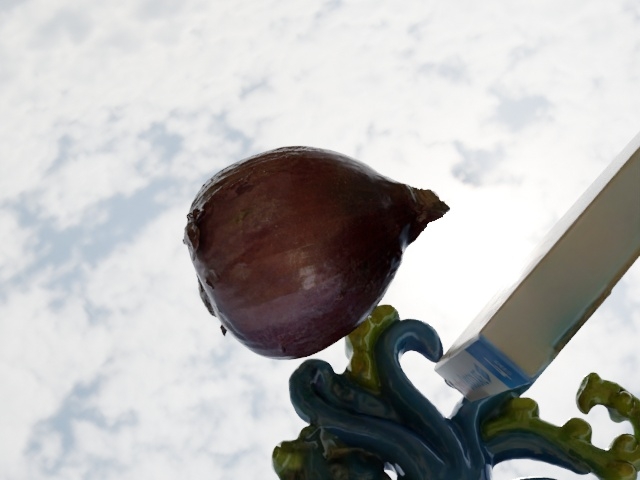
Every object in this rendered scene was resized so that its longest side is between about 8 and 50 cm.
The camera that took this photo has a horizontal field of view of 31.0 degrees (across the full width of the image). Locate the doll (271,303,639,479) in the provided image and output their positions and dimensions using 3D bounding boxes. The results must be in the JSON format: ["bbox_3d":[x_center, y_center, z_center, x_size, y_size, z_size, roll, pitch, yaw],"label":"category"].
[{"bbox_3d":[0.110,0.196,0.885,0.341,0.099,0.346,35,-118,17],"label":"doll"}]

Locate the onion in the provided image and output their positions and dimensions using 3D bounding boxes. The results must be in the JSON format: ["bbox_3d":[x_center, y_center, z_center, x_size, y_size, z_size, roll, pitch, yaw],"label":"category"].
[{"bbox_3d":[0.000,0.000,0.847,0.195,0.159,0.159,-22,-145,4],"label":"onion"}]

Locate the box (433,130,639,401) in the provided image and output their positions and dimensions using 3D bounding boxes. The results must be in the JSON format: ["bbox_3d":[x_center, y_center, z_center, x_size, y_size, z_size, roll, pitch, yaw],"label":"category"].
[{"bbox_3d":[0.186,-0.007,0.764,0.265,0.048,0.273,-47,173,-6],"label":"box"}]
